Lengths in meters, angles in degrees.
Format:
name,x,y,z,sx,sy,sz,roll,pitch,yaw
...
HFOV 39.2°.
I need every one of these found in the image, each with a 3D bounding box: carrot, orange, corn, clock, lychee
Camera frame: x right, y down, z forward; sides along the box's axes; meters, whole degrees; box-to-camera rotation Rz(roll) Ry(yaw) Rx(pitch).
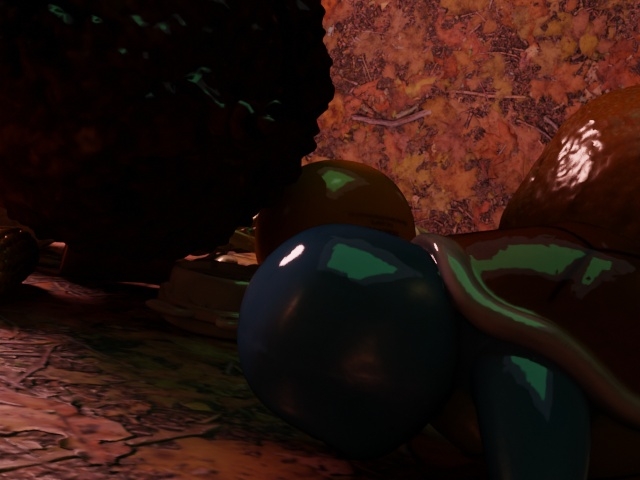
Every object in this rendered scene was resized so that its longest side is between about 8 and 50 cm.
name,x,y,z,sx,sy,sz,roll,pitch,yaw
carrot,-0.209,0.034,1.102,0.210,0.061,0.061,13,4,-15
orange,0.356,0.023,0.856,0.357,0.322,0.322,34,8,8
corn,-0.324,0.020,0.898,0.068,0.068,0.207,10,5,-6
clock,-0.093,0.062,0.936,0.151,0.062,0.191,11,5,11
lychee,-0.184,-0.175,0.974,0.425,0.424,0.500,7,21,-36

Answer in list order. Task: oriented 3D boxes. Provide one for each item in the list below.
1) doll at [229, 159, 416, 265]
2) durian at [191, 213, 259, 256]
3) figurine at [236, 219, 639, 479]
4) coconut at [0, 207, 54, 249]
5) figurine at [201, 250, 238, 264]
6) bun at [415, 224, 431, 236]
name,x,y,z,sx,sy,sz,roll,pitch,yaw
doll,0.000,0.000,1.149,0.213,0.213,0.236,7,-8,-39
durian,-0.195,-0.024,1.315,0.305,0.185,0.195,8,21,11
figurine,0.164,0.083,0.566,0.416,0.243,0.298,-11,17,-6
coconut,-0.449,-0.112,1.239,0.244,0.239,0.239,19,8,26
figurine,-0.149,0.039,1.226,0.051,0.047,0.083,-5,8,-33
bun,0.078,0.013,1.402,0.229,0.145,0.229,4,14,-1
